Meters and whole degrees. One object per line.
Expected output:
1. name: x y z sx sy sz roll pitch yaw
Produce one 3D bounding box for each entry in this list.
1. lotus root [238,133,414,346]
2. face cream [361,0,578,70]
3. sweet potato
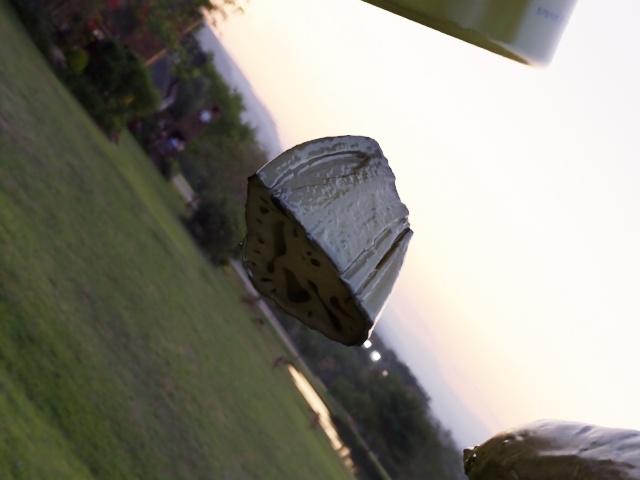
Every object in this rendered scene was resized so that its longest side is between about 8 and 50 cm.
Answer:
1. lotus root: 0.004 -0.002 0.768 0.095 0.135 0.159 -11 -74 45
2. face cream: 0.099 -0.244 0.708 0.218 0.179 0.218 20 14 -5
3. sweet potato: 0.264 0.209 0.774 0.130 0.130 0.422 54 -29 -16
